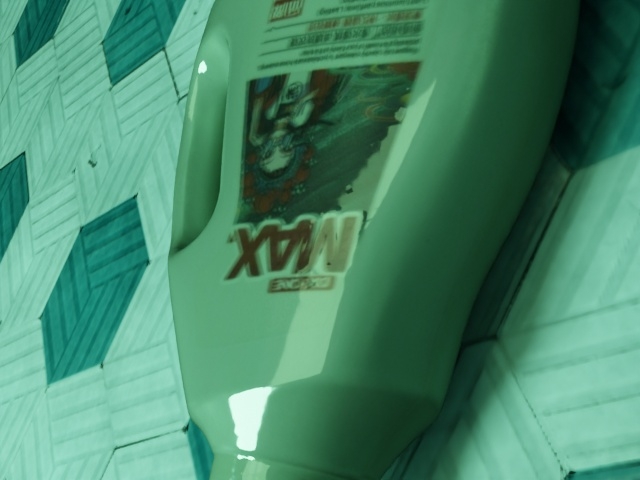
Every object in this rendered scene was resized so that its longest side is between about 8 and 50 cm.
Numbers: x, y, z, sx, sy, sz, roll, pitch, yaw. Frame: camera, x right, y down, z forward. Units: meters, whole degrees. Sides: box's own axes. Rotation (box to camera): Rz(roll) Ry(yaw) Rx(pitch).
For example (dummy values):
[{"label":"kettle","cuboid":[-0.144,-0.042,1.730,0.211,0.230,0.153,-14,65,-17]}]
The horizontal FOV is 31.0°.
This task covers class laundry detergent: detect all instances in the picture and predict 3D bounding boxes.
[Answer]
[{"label":"laundry detergent","cuboid":[0.000,0.000,0.669,0.264,0.125,0.397,0,70,40]}]
